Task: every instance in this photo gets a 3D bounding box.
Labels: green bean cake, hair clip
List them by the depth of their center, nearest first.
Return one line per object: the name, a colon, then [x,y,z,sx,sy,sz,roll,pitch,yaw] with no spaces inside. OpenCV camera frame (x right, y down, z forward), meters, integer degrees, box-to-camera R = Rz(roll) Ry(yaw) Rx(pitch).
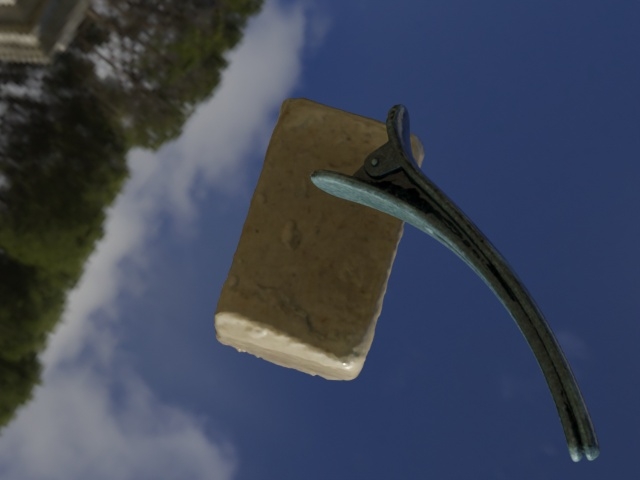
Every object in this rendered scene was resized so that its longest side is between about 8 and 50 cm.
hair clip: [0.086,0.022,0.766,0.070,0.039,0.229,-39,-116,0]
green bean cake: [0.000,0.000,0.978,0.109,0.085,0.179,16,-104,1]
